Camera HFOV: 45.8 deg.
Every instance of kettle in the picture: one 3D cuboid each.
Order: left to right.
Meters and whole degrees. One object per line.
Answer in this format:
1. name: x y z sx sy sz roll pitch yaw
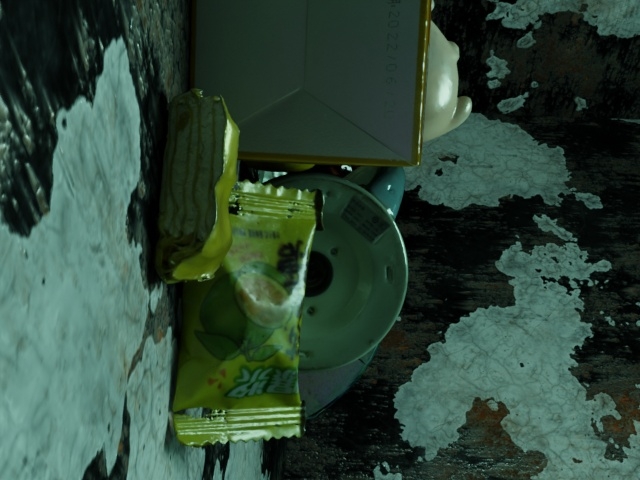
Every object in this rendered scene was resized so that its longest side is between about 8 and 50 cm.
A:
1. kettle: 0.000 0.000 1.082 0.247 0.319 0.342 49 1 -8

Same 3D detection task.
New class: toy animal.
1. toy animal: 0.026 -0.243 1.128 0.247 0.345 0.277 28 47 -82

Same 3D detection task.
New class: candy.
1. candy: -0.079 0.081 0.851 0.081 0.187 0.297 1 -94 52

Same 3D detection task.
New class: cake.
1. cake: -0.107 -0.044 0.741 0.116 0.080 0.184 40 49 -69

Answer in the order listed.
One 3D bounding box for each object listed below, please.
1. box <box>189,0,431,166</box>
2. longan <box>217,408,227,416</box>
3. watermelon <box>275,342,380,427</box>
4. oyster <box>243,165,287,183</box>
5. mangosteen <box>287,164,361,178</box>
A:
1. box: -0.001 -0.231 0.893 0.214 0.260 0.283 -26 119 -79
2. longan: -0.112 0.220 1.086 0.075 0.083 0.075 46 -19 22
3. watermelon: -0.012 0.163 1.326 0.222 0.292 0.319 65 19 -77
4. oyster: -0.087 -0.079 1.305 0.252 0.087 0.199 80 20 -45
5. mangosteen: -0.017 -0.115 1.470 0.266 0.228 0.228 4 -88 48
